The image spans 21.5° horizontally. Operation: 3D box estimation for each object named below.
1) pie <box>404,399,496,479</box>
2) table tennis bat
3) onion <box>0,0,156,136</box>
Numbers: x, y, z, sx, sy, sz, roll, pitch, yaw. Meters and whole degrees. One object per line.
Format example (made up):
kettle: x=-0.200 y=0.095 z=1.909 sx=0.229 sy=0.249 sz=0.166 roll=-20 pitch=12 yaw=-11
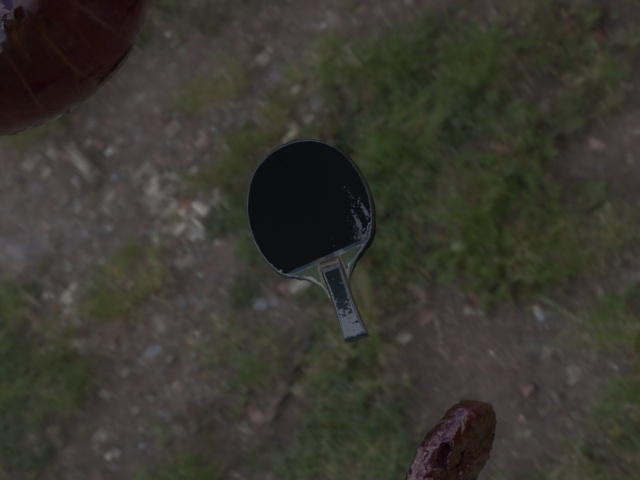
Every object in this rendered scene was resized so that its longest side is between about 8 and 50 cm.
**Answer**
pie: x=0.130 y=0.230 z=1.706 sx=0.036 sy=0.154 sz=0.154 roll=26 pitch=76 yaw=28
table tennis bat: x=0.000 y=0.000 z=1.709 sx=0.130 sy=0.019 sz=0.220 roll=-22 pitch=75 yaw=9
onion: x=-0.278 y=-0.230 z=1.345 sx=0.347 sy=0.385 sz=0.348 roll=-1 pitch=77 yaw=5
